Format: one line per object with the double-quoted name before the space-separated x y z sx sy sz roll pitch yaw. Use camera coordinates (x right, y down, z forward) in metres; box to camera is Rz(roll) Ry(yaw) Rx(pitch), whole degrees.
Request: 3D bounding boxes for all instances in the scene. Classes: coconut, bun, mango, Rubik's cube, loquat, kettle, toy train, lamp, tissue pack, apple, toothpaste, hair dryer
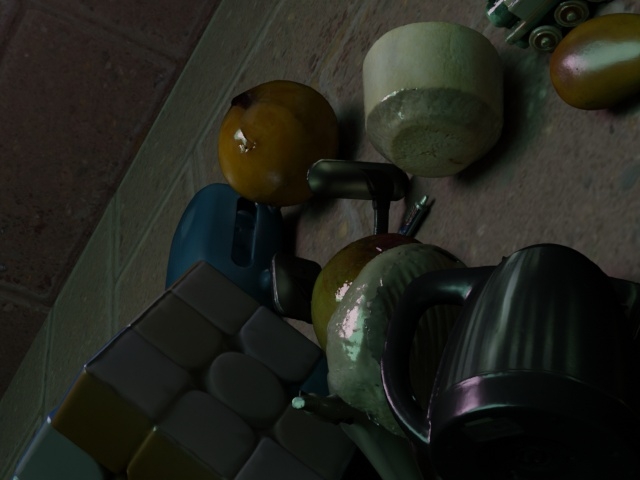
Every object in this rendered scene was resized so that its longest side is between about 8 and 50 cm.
"coconut" 0.158 -0.209 1.534 0.202 0.202 0.222 -40 39 48
"bun" 0.109 0.122 1.300 0.141 0.239 0.239 -12 59 50
"mango" 0.344 -0.215 1.276 0.163 0.089 0.111 -28 56 42
"Rubik's cube" -0.175 0.299 1.474 0.344 0.346 0.347 -53 -4 28
"loquat" -0.077 -0.174 1.963 0.235 0.235 0.235 -47 31 40
"kettle" 0.216 0.125 1.121 0.251 0.207 0.271 -30 32 41
"toy train" 0.300 -0.331 1.422 0.194 0.125 0.081 -43 30 43
"lamp" 0.003 0.004 1.683 0.283 0.203 0.124 -49 45 31
"tissue pack" -0.173 0.033 2.021 0.206 0.198 0.287 -48 28 42
"apple" 0.078 0.081 1.499 0.207 0.174 0.188 -40 35 19
"toothpaste" 0.128 -0.011 1.640 0.140 0.021 0.037 -61 15 23
"hair dryer" 0.063 0.249 1.322 0.088 0.219 0.225 -37 -3 17

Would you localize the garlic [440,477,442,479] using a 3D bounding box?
"garlic" 0.165 0.263 1.261 0.084 0.066 0.152 -62 26 17
